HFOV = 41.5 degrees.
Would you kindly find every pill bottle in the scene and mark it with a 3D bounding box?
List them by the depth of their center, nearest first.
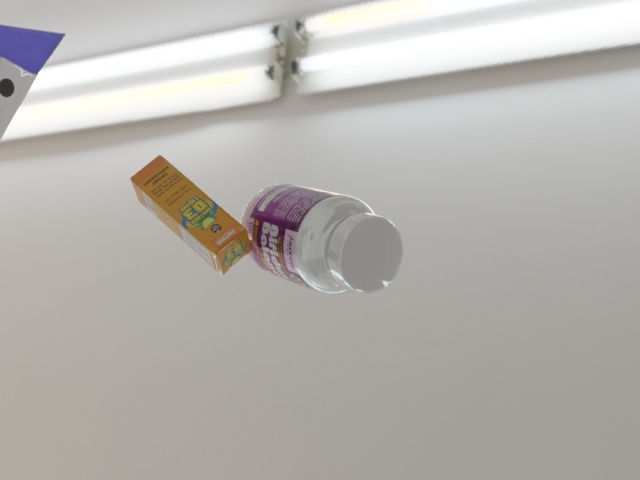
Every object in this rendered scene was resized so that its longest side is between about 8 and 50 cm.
[{"bbox_3d":[0.000,0.000,1.437,0.301,0.169,0.169,16,-105,56],"label":"pill bottle"}]

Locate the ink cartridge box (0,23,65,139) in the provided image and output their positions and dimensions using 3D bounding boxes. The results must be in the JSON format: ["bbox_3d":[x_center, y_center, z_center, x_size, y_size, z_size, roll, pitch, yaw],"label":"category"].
[{"bbox_3d":[-0.338,-0.109,0.684,0.206,0.045,0.208,13,-113,26],"label":"ink cartridge box"}]

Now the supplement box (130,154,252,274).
[{"bbox_3d":[-0.225,-0.046,1.471,0.233,0.080,0.078,39,-112,22],"label":"supplement box"}]
